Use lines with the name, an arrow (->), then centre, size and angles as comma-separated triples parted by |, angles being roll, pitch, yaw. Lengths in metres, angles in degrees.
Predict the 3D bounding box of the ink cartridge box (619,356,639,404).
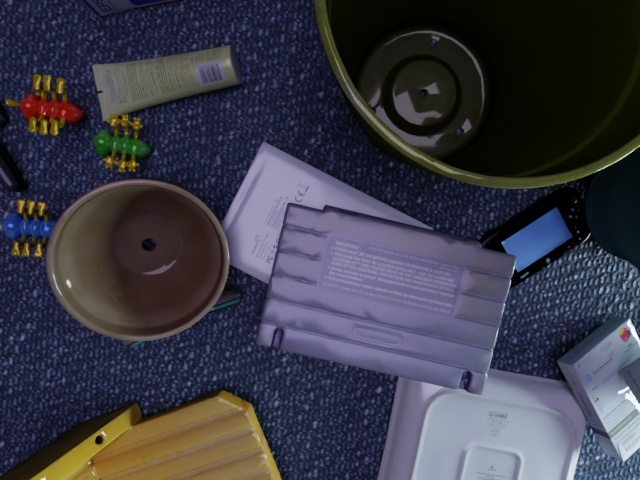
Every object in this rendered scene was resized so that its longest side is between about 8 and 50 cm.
ink cartridge box -> 0.658, 0.159, 0.613 | 0.296, 0.066, 0.261 | 3, 137, -13

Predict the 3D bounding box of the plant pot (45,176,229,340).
plant pot -> -0.262, 0.020, 0.633 | 0.237, 0.110, 0.237 | -5, 107, -18

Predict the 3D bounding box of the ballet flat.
ballet flat -> -0.238, 0.110, 0.702 | 0.213, 0.072, 0.068 | -23, 85, 0

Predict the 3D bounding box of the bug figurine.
bug figurine -> -0.398, -0.107, 0.683 | 0.216, 0.072, 0.278 | 10, 91, -12

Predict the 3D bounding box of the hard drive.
hard drive -> 0.000, 0.000, 0.694 | 0.308, 0.040, 0.203 | 27, 92, -2

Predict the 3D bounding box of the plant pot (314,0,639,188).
plant pot -> 0.174, -0.236, 0.547 | 0.367, 0.353, 0.366 | 0, 92, -1

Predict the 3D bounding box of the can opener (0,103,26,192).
can opener -> -0.543, -0.163, 0.688 | 0.073, 0.059, 0.186 | -25, 93, 0

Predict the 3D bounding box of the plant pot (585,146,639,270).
plant pot -> 0.516, -0.050, 0.566 | 0.272, 0.255, 0.271 | 0, 93, 1

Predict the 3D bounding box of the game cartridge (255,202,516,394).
game cartridge -> 0.098, 0.084, 0.651 | 0.355, 0.068, 0.230 | 14, 88, -1

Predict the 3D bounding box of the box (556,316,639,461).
box -> 0.502, 0.248, 0.715 | 0.145, 0.038, 0.186 | -30, 94, -15

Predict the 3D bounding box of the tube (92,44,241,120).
tube -> -0.253, -0.265, 0.692 | 0.240, 0.062, 0.070 | -10, 53, 4

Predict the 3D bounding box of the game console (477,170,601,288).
game console -> 0.437, -0.034, 0.715 | 0.361, 0.044, 0.213 | -33, 93, 2

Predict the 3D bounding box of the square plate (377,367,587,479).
square plate -> 0.281, 0.394, 0.733 | 0.347, 0.049, 0.343 | 11, 93, -2

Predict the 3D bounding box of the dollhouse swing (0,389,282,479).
dollhouse swing -> -0.255, 0.446, 0.621 | 0.305, 0.315, 0.346 | -19, 93, 21

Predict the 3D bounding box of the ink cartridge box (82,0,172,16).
ink cartridge box -> -0.225, -0.431, 0.557 | 0.307, 0.303, 0.072 | -10, 90, -1
